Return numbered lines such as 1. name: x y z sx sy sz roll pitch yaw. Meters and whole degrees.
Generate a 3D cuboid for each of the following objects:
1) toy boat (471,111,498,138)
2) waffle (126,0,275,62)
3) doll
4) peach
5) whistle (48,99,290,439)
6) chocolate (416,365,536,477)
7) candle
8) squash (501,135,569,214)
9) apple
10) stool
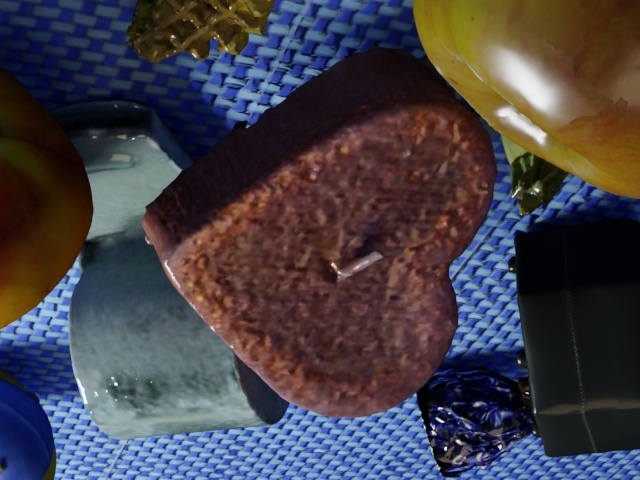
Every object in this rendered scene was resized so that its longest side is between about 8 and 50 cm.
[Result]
1. toy boat: 0.123 -0.094 1.423 0.122 0.034 0.096 -10 154 9
2. waffle: -0.112 -0.206 1.199 0.149 0.051 0.194 -5 149 3
3. doll: -0.433 0.202 1.799 0.311 0.160 0.242 44 143 -22
4. peach: -0.322 -0.026 1.304 0.281 0.238 0.281 -4 152 -2
5. whistle: -0.146 0.029 1.517 0.168 0.188 0.405 -7 116 17
6. chocolate: 0.271 0.173 1.792 0.343 0.126 0.148 -15 160 19
7. candle: 0.000 0.000 1.341 0.287 0.131 0.317 5 118 -21
8. squash: 0.163 -0.110 1.222 0.094 0.224 0.094 3 145 2
9. apple: 0.205 -0.160 1.063 0.301 0.301 0.301 -2 149 -1
10. stool: 0.268 0.099 1.583 0.141 0.232 0.232 -9 149 11
